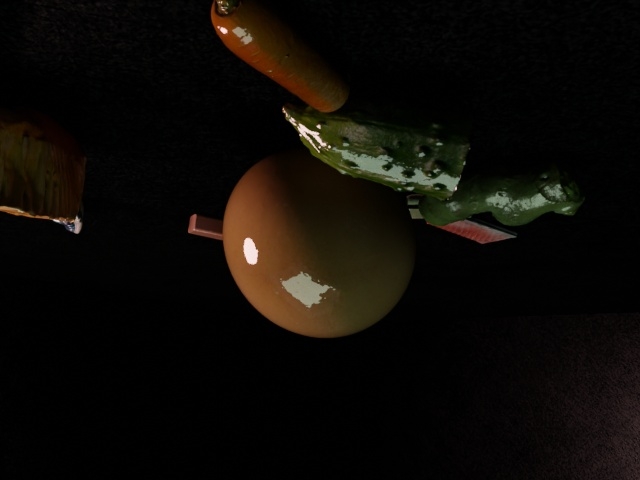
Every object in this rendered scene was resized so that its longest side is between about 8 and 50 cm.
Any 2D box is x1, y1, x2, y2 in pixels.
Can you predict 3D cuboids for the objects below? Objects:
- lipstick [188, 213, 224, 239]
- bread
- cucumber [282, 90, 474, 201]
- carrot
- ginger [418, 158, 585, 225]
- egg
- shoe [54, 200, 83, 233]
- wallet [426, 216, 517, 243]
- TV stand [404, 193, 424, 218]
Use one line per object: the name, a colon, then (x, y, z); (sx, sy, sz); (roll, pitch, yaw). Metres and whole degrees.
lipstick: (-0.241, -0.027, 1.591); (0.145, 0.045, 0.045); (13, 166, -29)
bread: (-0.461, -0.117, 0.997); (0.204, 0.156, 0.288); (9, 178, -7)
cucumber: (0.069, -0.137, 0.855); (0.244, 0.134, 0.134); (12, 166, -7)
carrot: (-0.039, -0.203, 0.713); (0.067, 0.067, 0.225); (-3, 168, 30)
ginger: (0.294, -0.071, 1.118); (0.290, 0.089, 0.137); (-4, 160, 30)
egg: (0.000, 0.000, 1.066); (0.301, 0.301, 0.374); (0, 155, 18)
shoe: (-0.586, -0.058, 1.529); (0.071, 0.064, 0.143); (7, 164, -17)
wallet: (0.337, -0.026, 1.467); (0.196, 0.020, 0.103); (14, 163, -38)
TV stand: (0.223, -0.068, 1.277); (0.249, 0.042, 0.036); (0, 146, 11)
